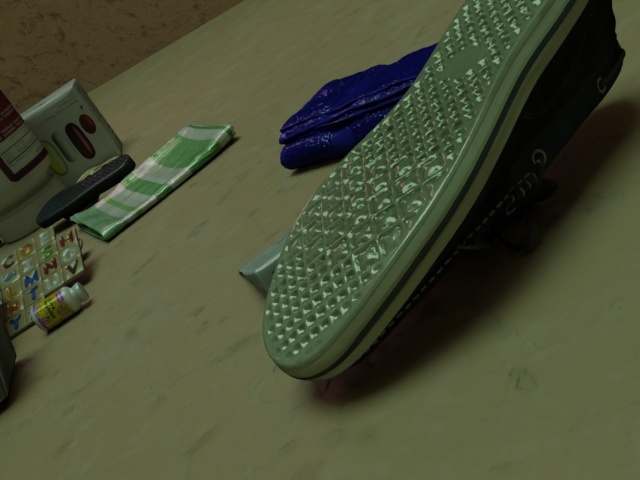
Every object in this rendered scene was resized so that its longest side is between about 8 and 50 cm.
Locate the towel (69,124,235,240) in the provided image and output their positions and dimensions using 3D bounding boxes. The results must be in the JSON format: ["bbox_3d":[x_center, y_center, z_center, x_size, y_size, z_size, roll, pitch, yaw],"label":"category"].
[{"bbox_3d":[-0.327,-0.123,1.749,0.325,0.038,0.248,-41,23,-18],"label":"towel"}]

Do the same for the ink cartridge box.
[{"bbox_3d":[0.000,0.000,1.044,0.189,0.066,0.232,-37,1,-9],"label":"ink cartridge box"}]

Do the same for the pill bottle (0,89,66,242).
[{"bbox_3d":[-0.759,-0.203,2.040,0.224,0.392,0.224,-28,22,12],"label":"pill bottle"}]

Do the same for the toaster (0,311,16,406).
[{"bbox_3d":[-0.514,0.176,1.221,0.168,0.110,0.186,-14,20,-9],"label":"toaster"}]

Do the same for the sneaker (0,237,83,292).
[{"bbox_3d":[-0.498,0.043,1.591,0.170,0.071,0.068,-34,22,-3],"label":"sneaker"}]

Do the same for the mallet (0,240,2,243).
[{"bbox_3d":[-0.736,0.022,2.025,0.062,0.039,0.189,-44,28,-17],"label":"mallet"}]

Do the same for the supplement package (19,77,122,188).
[{"bbox_3d":[-0.630,-0.259,2.235,0.194,0.203,0.149,-34,21,0],"label":"supplement package"}]

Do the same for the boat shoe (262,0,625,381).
[{"bbox_3d":[0.133,-0.065,0.840,0.187,0.156,0.500,11,60,54],"label":"boat shoe"}]

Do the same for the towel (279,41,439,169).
[{"bbox_3d":[0.091,-0.215,1.307,0.308,0.076,0.228,-12,31,42],"label":"towel"}]

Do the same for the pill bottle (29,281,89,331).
[{"bbox_3d":[-0.394,0.099,1.363,0.083,0.043,0.043,-34,21,-1],"label":"pill bottle"}]

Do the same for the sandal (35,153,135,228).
[{"bbox_3d":[-0.491,-0.089,1.891,0.254,0.054,0.097,-28,31,13],"label":"sandal"}]

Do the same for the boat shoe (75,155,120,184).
[{"bbox_3d":[-0.486,-0.146,2.004,0.135,0.050,0.045,-42,18,-21],"label":"boat shoe"}]

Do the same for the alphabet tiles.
[{"bbox_3d":[-0.499,0.077,1.505,0.237,0.009,0.198,-33,43,4],"label":"alphabet tiles"}]
